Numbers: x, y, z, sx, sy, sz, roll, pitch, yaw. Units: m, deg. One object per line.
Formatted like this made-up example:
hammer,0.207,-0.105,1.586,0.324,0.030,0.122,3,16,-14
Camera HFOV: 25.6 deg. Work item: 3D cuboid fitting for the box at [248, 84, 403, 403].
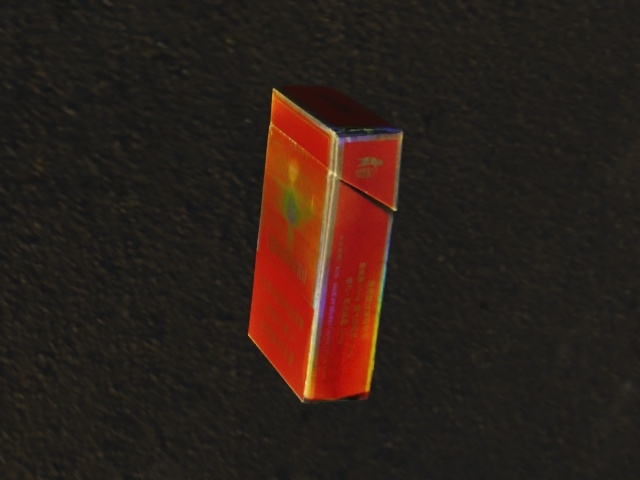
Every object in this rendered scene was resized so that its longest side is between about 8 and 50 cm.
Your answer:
box,0.001,0.000,0.880,0.048,0.112,0.175,-1,111,-22
